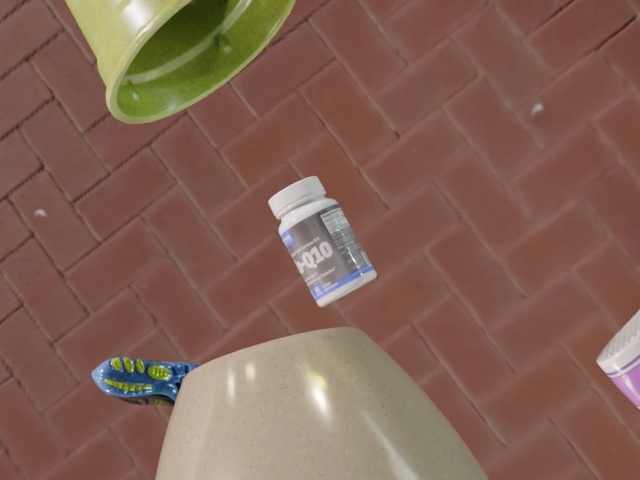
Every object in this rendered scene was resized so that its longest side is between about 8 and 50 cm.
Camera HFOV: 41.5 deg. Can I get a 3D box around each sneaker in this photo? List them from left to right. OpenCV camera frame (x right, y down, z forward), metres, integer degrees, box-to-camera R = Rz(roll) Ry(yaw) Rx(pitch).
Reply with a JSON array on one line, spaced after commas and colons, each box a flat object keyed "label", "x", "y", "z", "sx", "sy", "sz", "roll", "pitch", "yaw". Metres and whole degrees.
[{"label": "sneaker", "x": -0.213, "y": 0.188, "z": 1.119, "sx": 0.188, "sy": 0.078, "sz": 0.067, "roll": 18, "pitch": 75, "yaw": -32}, {"label": "sneaker", "x": 0.500, "y": 0.118, "z": 1.078, "sx": 0.282, "sy": 0.102, "sz": 0.161, "roll": -43, "pitch": 85, "yaw": -7}]

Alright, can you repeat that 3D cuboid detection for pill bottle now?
[{"label": "pill bottle", "x": 0.000, "y": 0.000, "z": 0.972, "sx": 0.078, "sy": 0.078, "sz": 0.137, "roll": -30, "pitch": 85, "yaw": 4}]

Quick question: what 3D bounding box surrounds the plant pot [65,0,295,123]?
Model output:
[{"label": "plant pot", "x": -0.210, "y": -0.327, "z": 1.018, "sx": 0.276, "sy": 0.276, "sz": 0.254, "roll": -38, "pitch": 84, "yaw": 3}]

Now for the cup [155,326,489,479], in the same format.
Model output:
[{"label": "cup", "x": -0.010, "y": 0.212, "z": 0.742, "sx": 0.331, "sy": 0.331, "sz": 0.237, "roll": -17, "pitch": 76, "yaw": 5}]
